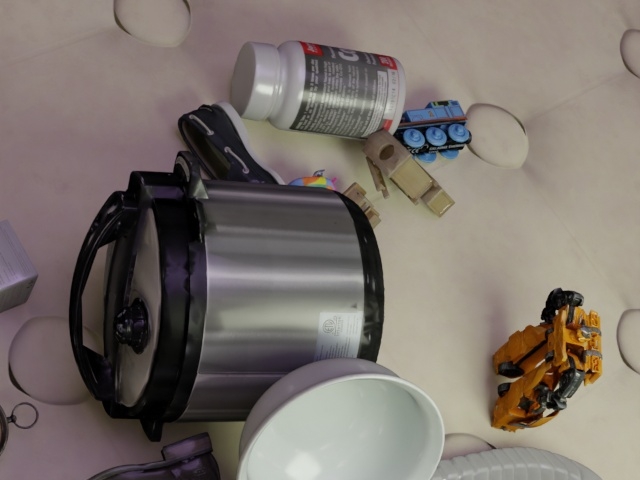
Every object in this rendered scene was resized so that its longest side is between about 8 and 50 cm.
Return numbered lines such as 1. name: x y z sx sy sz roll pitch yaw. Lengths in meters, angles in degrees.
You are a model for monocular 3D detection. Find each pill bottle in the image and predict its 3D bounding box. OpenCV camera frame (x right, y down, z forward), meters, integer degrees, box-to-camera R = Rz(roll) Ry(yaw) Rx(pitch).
1. pill bottle: -0.005 -0.270 2.153 0.283 0.161 0.161 6 62 -21

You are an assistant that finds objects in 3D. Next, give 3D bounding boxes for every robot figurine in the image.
1. robot figurine: 0.375 0.205 1.990 0.085 0.291 0.211 15 60 -16

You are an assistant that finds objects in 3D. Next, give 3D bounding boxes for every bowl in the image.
1. bowl: 0.009 0.264 1.645 0.298 0.297 0.134 0 31 -24

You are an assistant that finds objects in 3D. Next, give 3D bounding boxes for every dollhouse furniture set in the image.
1. dollhouse furniture set: 0.122 -0.083 2.182 0.182 0.161 0.101 42 6 -47

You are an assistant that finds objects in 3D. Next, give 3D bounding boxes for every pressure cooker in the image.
1. pressure cooker: -0.157 0.083 1.771 0.421 0.375 0.369 2 66 -24

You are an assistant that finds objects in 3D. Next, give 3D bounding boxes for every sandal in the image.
1. sandal: 0.277 0.426 1.950 0.417 0.102 0.169 3 42 -16

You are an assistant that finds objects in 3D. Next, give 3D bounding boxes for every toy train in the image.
1. toy train: 0.196 -0.205 2.262 0.184 0.080 0.105 -9 59 -25

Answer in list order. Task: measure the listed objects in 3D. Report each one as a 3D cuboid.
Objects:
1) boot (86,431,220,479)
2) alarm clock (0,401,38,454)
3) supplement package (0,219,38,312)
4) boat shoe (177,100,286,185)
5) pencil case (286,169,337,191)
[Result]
1. boot: -0.216 0.410 1.666 0.263 0.091 0.229 -22 81 -4
2. alarm clock: -0.495 0.272 1.709 0.192 0.064 0.129 -14 70 -27
3. supplement package: -0.529 0.062 1.781 0.179 0.105 0.105 -23 76 -32
4. boat shoe: -0.140 -0.104 2.043 0.091 0.114 0.302 -21 62 -32
5. pencil case: 0.000 0.000 2.051 0.104 0.104 0.236 0 66 -24
